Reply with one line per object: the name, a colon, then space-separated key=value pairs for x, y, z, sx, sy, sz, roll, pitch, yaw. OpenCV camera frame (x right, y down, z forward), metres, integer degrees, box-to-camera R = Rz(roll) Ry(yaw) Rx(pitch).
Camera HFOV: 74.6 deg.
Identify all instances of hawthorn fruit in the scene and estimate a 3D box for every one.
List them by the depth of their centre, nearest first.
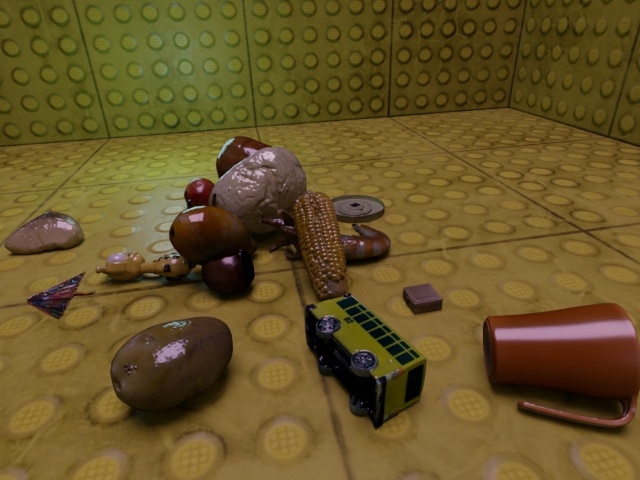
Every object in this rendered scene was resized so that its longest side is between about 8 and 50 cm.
hawthorn fruit: x=-0.478 y=-0.178 z=1.673 sx=0.132 sy=0.133 sz=0.138 roll=-7 pitch=37 yaw=-10
hawthorn fruit: x=-0.263 y=-0.278 z=1.712 sx=0.300 sy=0.268 sz=0.268 roll=19 pitch=33 yaw=19

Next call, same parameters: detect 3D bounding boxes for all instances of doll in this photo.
doll: x=-0.512 y=0.076 z=1.240 sx=0.290 sy=0.086 sz=0.117 roll=-1 pitch=-3 yaw=3

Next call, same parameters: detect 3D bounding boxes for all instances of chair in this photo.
chair: x=-0.379 y=-0.042 z=1.322 sx=0.095 sy=0.222 sz=0.104 roll=-1 pitch=25 yaw=-20

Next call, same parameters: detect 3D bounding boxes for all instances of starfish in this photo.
starfish: x=-0.119 y=-0.031 z=1.309 sx=0.146 sy=0.190 sz=0.074 roll=27 pitch=50 yaw=33

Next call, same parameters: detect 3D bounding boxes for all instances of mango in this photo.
mango: x=-0.299 y=-0.003 z=1.222 sx=0.192 sy=0.146 sz=0.316 roll=-28 pitch=-22 yaw=16

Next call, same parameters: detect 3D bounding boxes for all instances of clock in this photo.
clock: x=0.134 y=-0.131 z=1.641 sx=0.234 sy=0.029 sz=0.235 roll=-2 pitch=28 yaw=1

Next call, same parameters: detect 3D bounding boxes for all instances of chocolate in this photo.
chocolate: x=-0.260 y=0.089 z=1.162 sx=0.132 sy=0.124 sz=0.128 roll=-22 pitch=36 yaw=17

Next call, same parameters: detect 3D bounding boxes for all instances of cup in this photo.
cup: x=0.463 y=0.234 z=0.810 sx=0.263 sy=0.182 sz=0.227 roll=-3 pitch=58 yaw=14

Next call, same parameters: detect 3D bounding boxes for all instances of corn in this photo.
corn: x=0.000 y=0.000 z=1.185 sx=0.130 sy=0.130 sz=0.347 roll=-9 pitch=62 yaw=-12

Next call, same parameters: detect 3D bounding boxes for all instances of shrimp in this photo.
shrimp: x=0.136 y=-0.006 z=1.351 sx=0.185 sy=0.069 sz=0.287 roll=16 pitch=26 yaw=21

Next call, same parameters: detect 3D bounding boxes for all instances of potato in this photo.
potato: x=-0.283 y=0.235 z=0.846 sx=0.251 sy=0.159 sz=0.174 roll=-15 pitch=53 yaw=-40

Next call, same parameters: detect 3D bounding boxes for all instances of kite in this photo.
kite: x=-0.735 y=0.148 z=1.194 sx=0.183 sy=0.014 sz=0.241 roll=-4 pitch=26 yaw=-6

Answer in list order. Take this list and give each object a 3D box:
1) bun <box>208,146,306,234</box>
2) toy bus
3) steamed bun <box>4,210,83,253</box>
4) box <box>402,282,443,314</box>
bun: x=-0.198 y=-0.144 z=1.441 sx=0.227 sy=0.349 sz=0.352 roll=52 pitch=30 yaw=5
toy bus: x=0.082 y=0.227 z=0.863 sx=0.149 sy=0.128 sz=0.262 roll=-17 pitch=32 yaw=-27
steamed bun: x=-0.941 y=-0.043 z=1.475 sx=0.212 sy=0.111 sz=0.231 roll=2 pitch=31 yaw=7
box: x=0.262 y=0.150 z=1.091 sx=0.083 sy=0.035 sz=0.079 roll=-8 pitch=28 yaw=-9
